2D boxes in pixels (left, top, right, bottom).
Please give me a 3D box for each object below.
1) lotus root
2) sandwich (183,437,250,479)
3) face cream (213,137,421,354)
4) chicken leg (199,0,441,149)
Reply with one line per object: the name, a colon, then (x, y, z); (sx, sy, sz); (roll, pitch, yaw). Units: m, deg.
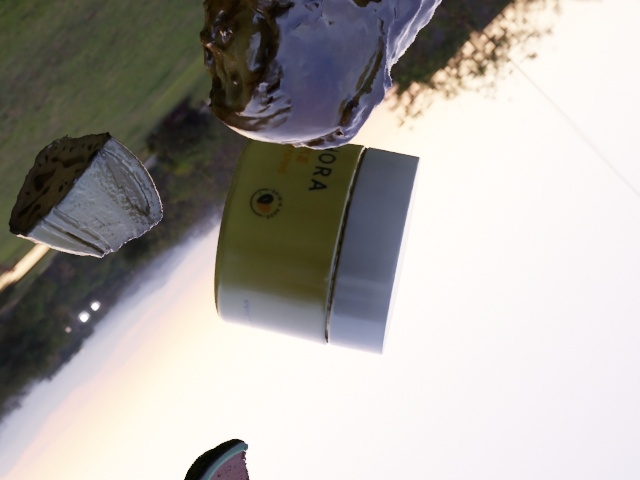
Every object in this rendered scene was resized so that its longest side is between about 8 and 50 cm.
lotus root: (-0.260, -0.050, 1.087); (0.159, 0.135, 0.095); (-33, -132, 5)
sandwich: (-0.090, 0.228, 0.859); (0.069, 0.101, 0.026); (-12, -172, -36)
face cream: (0.000, 0.000, 1.061); (0.218, 0.179, 0.218); (11, 90, -84)
chicken leg: (0.043, -0.142, 0.506); (0.251, 0.107, 0.087); (-36, -148, -13)
